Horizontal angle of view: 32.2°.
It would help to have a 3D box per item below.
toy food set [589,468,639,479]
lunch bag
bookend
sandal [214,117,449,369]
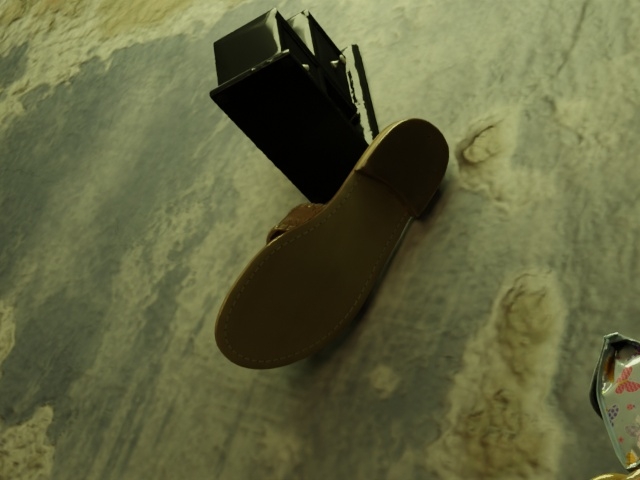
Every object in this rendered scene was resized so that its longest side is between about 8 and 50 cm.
[{"bbox_3d":[0.195,0.169,0.588,0.132,0.038,0.192,43,99,3],"label":"toy food set"},{"bbox_3d":[0.192,0.102,0.646,0.053,0.071,0.083,-28,49,21],"label":"lunch bag"},{"bbox_3d":[-0.023,-0.138,0.908,0.072,0.156,0.157,-26,47,18],"label":"bookend"},{"bbox_3d":[0.005,0.005,0.863,0.240,0.088,0.079,-49,13,-14],"label":"sandal"}]
